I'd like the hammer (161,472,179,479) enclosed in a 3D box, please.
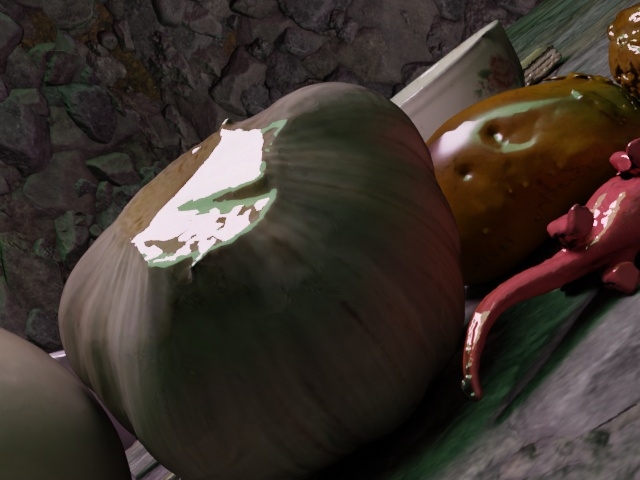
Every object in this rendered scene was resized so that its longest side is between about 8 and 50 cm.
[{"bbox_3d":[-0.120,0.214,1.248,0.182,0.017,0.062,-42,7,-32],"label":"hammer"}]

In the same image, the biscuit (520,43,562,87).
[{"bbox_3d":[0.306,-0.248,1.992,0.199,0.040,0.121,-40,9,1],"label":"biscuit"}]

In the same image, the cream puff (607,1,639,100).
[{"bbox_3d":[0.309,-0.159,1.012,0.126,0.103,0.144,-7,7,33],"label":"cream puff"}]

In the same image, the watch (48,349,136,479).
[{"bbox_3d":[-0.302,0.252,1.299,0.244,0.196,0.231,-35,13,5],"label":"watch"}]

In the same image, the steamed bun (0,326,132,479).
[{"bbox_3d":[-0.310,0.213,0.941,0.334,0.334,0.374,-43,6,-31],"label":"steamed bun"}]

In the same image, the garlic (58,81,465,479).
[{"bbox_3d":[-0.026,0.044,0.903,0.318,0.259,0.317,-14,43,14],"label":"garlic"}]

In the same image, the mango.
[{"bbox_3d":[0.167,-0.053,1.021,0.249,0.151,0.156,-27,43,35],"label":"mango"}]

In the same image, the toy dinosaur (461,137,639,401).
[{"bbox_3d":[0.179,0.010,0.832,0.286,0.070,0.139,-44,-3,-13],"label":"toy dinosaur"}]

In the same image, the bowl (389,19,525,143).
[{"bbox_3d":[0.180,-0.171,1.689,0.277,0.145,0.277,-37,7,5],"label":"bowl"}]
